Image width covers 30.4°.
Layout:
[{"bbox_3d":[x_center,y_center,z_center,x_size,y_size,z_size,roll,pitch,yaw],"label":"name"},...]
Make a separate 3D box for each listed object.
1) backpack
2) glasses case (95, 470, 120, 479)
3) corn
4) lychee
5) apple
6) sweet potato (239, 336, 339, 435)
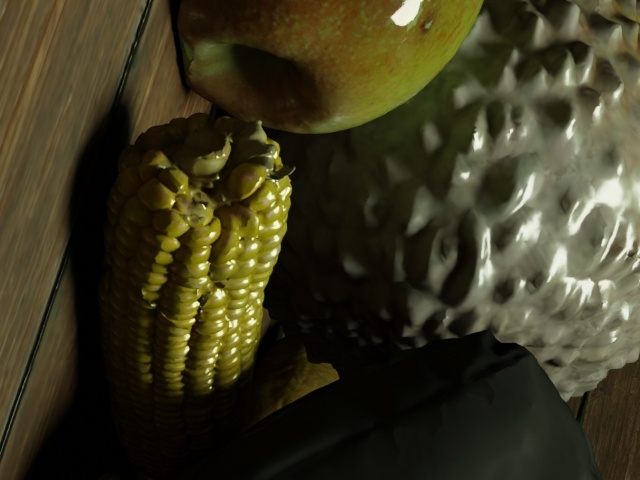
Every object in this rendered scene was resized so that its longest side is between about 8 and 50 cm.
[{"bbox_3d":[-0.010,0.261,0.765,0.363,0.255,0.446,-24,165,-29],"label":"backpack"},{"bbox_3d":[-0.141,0.175,0.711,0.083,0.021,0.032,-66,173,-51],"label":"glasses case"},{"bbox_3d":[-0.078,0.048,0.674,0.292,0.101,0.101,102,5,-49],"label":"corn"},{"bbox_3d":[0.122,-0.049,0.941,0.380,0.380,0.432,87,18,-70],"label":"lychee"},{"bbox_3d":[0.012,-0.166,0.702,0.207,0.173,0.188,53,47,-62],"label":"apple"},{"bbox_3d":[-0.022,0.188,1.305,0.369,0.157,0.158,-28,133,-72],"label":"sweet potato"}]
